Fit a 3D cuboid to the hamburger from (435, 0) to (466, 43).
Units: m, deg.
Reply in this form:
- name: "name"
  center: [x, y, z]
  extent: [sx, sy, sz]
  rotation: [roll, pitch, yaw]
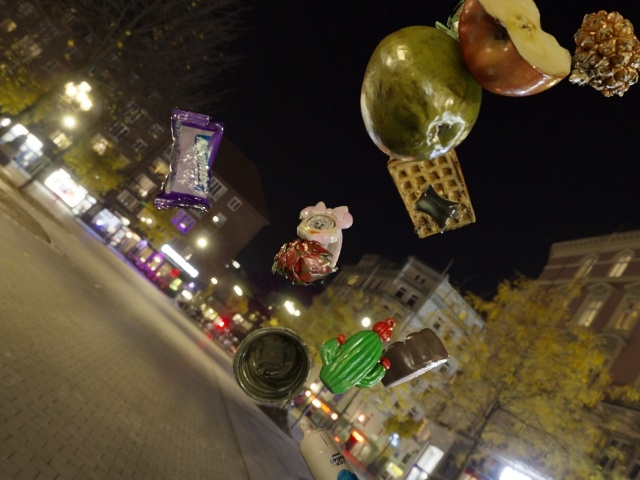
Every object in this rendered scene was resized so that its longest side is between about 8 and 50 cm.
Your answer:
- name: "hamburger"
  center: [0.471, -0.675, 1.445]
  extent: [0.150, 0.276, 0.260]
  rotation: [43, -41, -14]

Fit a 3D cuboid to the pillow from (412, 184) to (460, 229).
- name: "pillow"
  center: [0.354, -0.103, 1.460]
  extent: [0.136, 0.055, 0.091]
  rotation: [41, -48, 35]

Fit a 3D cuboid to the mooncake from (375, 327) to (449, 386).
- name: "mooncake"
  center: [0.368, 0.486, 1.976]
  extent: [0.306, 0.306, 0.154]
  rotation: [81, -18, -68]

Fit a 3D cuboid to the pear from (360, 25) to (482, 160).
- name: "pear"
  center: [0.275, -0.398, 1.319]
  extent: [0.352, 0.352, 0.413]
  rotation: [55, 20, -41]

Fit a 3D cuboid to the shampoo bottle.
- name: "shampoo bottle"
  center: [0.035, 0.548, 1.104]
  extent: [0.303, 0.092, 0.092]
  rotation: [51, -6, 37]

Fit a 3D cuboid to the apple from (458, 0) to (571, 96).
- name: "apple"
  center: [0.430, -0.456, 1.136]
  extent: [0.163, 0.251, 0.293]
  rotation: [-43, -110, 53]

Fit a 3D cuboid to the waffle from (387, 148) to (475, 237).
- name: "waffle"
  center: [0.442, -0.200, 1.896]
  extent: [0.114, 0.261, 0.376]
  rotation: [-84, 151, -54]

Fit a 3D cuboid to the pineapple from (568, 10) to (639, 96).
- name: "pineapple"
  center: [0.774, -0.509, 1.306]
  extent: [0.140, 0.164, 0.249]
  rotation: [177, -108, -77]

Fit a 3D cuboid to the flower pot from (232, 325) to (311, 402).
- name: "flower pot"
  center: [-0.144, 0.358, 1.443]
  extent: [0.235, 0.235, 0.140]
  rotation: [43, 1, -7]

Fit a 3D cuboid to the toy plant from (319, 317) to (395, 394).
- name: "toy plant"
  center: [0.104, 0.300, 1.215]
  extent: [0.088, 0.240, 0.154]
  rotation: [-16, -94, 64]

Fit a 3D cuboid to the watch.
- name: "watch"
  center: [0.000, 0.000, 1.874]
  extent: [0.211, 0.248, 0.217]
  rotation: [14, -52, 18]

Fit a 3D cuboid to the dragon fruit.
- name: "dragon fruit"
  center: [-0.060, 0.076, 1.673]
  extent: [0.189, 0.182, 0.182]
  rotation: [28, -4, -39]

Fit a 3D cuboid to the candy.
- name: "candy"
  center: [-0.346, -0.206, 1.264]
  extent: [0.145, 0.275, 0.070]
  rotation: [11, -5, -21]
